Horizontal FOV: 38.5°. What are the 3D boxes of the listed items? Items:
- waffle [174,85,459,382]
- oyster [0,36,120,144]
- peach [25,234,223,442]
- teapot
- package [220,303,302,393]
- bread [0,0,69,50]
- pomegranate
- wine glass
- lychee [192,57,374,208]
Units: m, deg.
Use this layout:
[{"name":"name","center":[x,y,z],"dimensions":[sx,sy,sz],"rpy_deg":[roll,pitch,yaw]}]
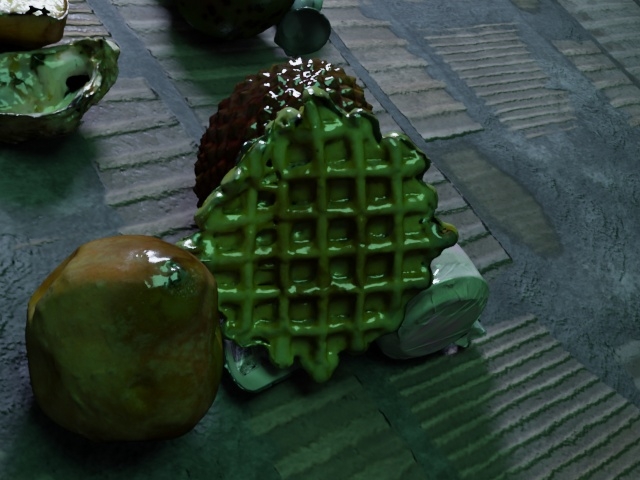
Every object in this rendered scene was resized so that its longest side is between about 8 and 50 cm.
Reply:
[{"name":"waffle","center":[0.000,0.000,1.075],"dimensions":[0.297,0.317,0.073],"rpy_deg":[42,-1,-20]},{"name":"oyster","center":[-0.402,-0.192,1.179],"dimensions":[0.295,0.094,0.166],"rpy_deg":[-5,55,-16]},{"name":"peach","center":[-0.188,0.095,0.921],"dimensions":[0.214,0.235,0.214],"rpy_deg":[12,52,-16]},{"name":"teapot","center":[0.143,0.050,1.250],"dimensions":[0.222,0.163,0.178],"rpy_deg":[0,46,-36]},{"name":"package","center":[-0.069,0.101,1.152],"dimensions":[0.166,0.040,0.232],"rpy_deg":[49,34,13]},{"name":"bread","center":[-0.431,-0.340,1.264],"dimensions":[0.129,0.134,0.260],"rpy_deg":[-7,51,-26]},{"name":"pomegranate","center":[-0.180,-0.447,1.514],"dimensions":[0.242,0.306,0.242],"rpy_deg":[-6,90,-67]},{"name":"wine glass","center":[-0.042,-0.430,1.652],"dimensions":[0.103,0.103,0.222],"rpy_deg":[15,41,-22]},{"name":"lychee","center":[-0.038,-0.110,1.202],"dimensions":[0.268,0.267,0.267],"rpy_deg":[19,42,-18]}]
